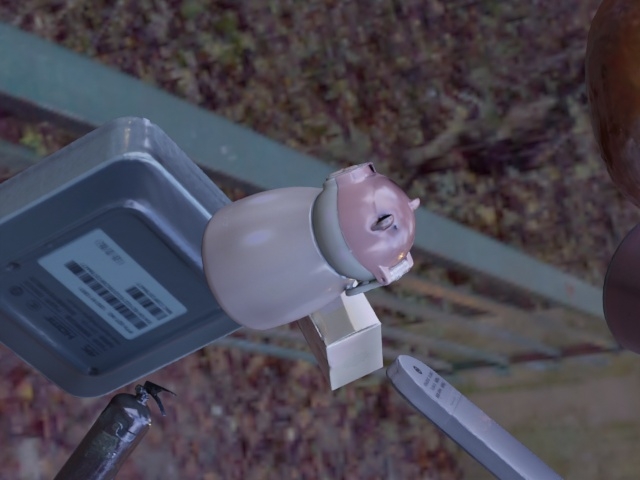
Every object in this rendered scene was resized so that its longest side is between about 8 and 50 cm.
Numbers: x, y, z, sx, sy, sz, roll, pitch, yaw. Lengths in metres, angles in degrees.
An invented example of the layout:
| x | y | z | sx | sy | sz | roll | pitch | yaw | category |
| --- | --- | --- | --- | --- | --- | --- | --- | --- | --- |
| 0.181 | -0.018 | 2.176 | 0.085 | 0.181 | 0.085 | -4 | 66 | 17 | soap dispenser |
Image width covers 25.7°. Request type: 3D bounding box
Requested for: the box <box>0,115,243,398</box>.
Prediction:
| x | y | z | sx | sy | sz | roll | pitch | yaw | category |
| --- | --- | --- | --- | --- | --- | --- | --- | --- | --- |
| -0.303 | 0.042 | 1.997 | 0.396 | 0.396 | 0.111 | 47 | 23 | -41 | box |

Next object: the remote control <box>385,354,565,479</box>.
| x | y | z | sx | sy | sz | roll | pitch | yaw | category |
| --- | --- | --- | --- | --- | --- | --- | --- | --- | --- |
| 0.157 | 0.186 | 1.230 | 0.245 | 0.022 | 0.077 | 39 | 12 | 4 | remote control |

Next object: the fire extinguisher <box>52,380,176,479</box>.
| x | y | z | sx | sy | sz | roll | pitch | yaw | category |
| --- | --- | --- | --- | --- | --- | --- | --- | --- | --- |
| -0.306 | 0.305 | 2.028 | 0.072 | 0.089 | 0.268 | 30 | 100 | -46 | fire extinguisher |

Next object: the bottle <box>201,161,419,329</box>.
| x | y | z | sx | sy | sz | roll | pitch | yaw | category |
| --- | --- | --- | --- | --- | --- | --- | --- | --- | --- |
| 0.000 | 0.000 | 1.524 | 0.147 | 0.236 | 0.148 | 31 | 49 | -44 | bottle |

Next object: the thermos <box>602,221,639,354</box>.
| x | y | z | sx | sy | sz | roll | pitch | yaw | category |
| --- | --- | --- | --- | --- | --- | --- | --- | --- | --- |
| 0.379 | 0.081 | 1.244 | 0.176 | 0.265 | 0.146 | -35 | 119 | -14 | thermos |

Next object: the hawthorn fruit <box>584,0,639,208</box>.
| x | y | z | sx | sy | sz | roll | pitch | yaw | category |
| --- | --- | --- | --- | --- | --- | --- | --- | --- | --- |
| 0.284 | -0.099 | 0.938 | 0.263 | 0.235 | 0.231 | 125 | -20 | -70 | hawthorn fruit |

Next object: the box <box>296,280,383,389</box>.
| x | y | z | sx | sy | sz | roll | pitch | yaw | category |
| --- | --- | --- | --- | --- | --- | --- | --- | --- | --- |
| 0.008 | 0.093 | 2.131 | 0.168 | 0.095 | 0.212 | 79 | -16 | -62 | box |
